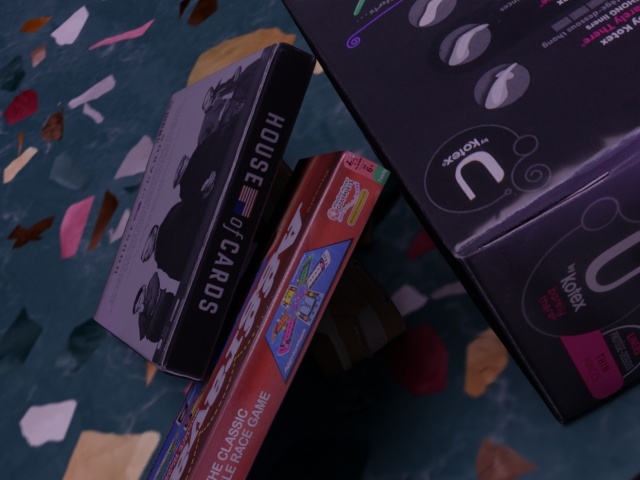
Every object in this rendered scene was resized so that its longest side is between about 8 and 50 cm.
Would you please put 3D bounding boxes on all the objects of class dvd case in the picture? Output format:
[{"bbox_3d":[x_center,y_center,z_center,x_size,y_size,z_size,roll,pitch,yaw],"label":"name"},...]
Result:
[{"bbox_3d":[-0.083,-0.019,0.599,0.238,0.029,0.179,4,75,70],"label":"dvd case"}]

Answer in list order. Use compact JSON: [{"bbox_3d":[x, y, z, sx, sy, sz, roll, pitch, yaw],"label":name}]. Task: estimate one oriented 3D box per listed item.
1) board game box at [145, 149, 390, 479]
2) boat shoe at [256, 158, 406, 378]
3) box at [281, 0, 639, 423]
[{"bbox_3d":[-0.051,0.087,0.495,0.281,0.027,0.145,-65,11,-2],"label":"board game box"},{"bbox_3d":[0.000,0.000,0.622,0.072,0.068,0.190,-25,55,-2],"label":"boat shoe"},{"bbox_3d":[0.101,-0.069,0.526,0.143,0.165,0.270,-33,44,6],"label":"box"}]
